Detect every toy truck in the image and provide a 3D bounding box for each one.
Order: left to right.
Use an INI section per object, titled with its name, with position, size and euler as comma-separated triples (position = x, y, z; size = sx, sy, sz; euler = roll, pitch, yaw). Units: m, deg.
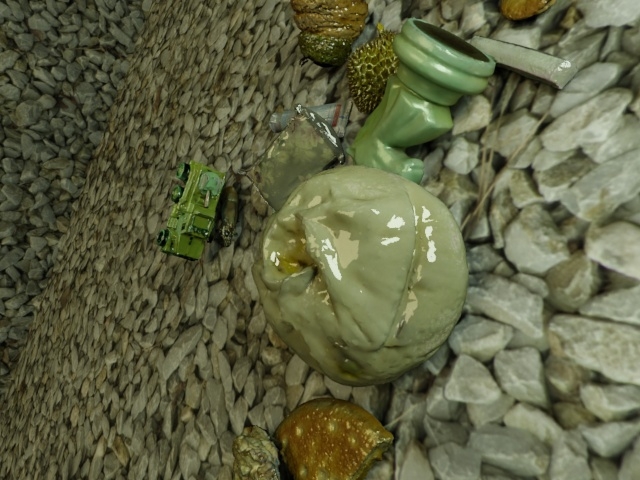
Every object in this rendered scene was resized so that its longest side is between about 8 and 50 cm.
[toy truck]
position = -0.333, -0.074, 1.244
size = 0.135, 0.128, 0.259
euler = 19, 88, 51

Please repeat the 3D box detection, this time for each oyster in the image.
[oyster]
position = -0.117, 0.447, 0.846
size = 0.260, 0.092, 0.198
euler = -15, 78, 58

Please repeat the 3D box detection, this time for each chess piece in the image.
[chess piece]
position = 0.155, -0.216, 0.830
size = 0.298, 0.176, 0.175
euler = -61, 38, 36

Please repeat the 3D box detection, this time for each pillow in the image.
[pillow]
position = -0.065, -0.181, 1.074
size = 0.255, 0.169, 0.059
euler = -40, 7, 30

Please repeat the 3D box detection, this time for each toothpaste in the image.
[toothpaste]
position = -0.028, -0.288, 1.126
size = 0.234, 0.057, 0.089
euler = 9, 83, 42

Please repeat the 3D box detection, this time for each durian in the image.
[durian]
position = 0.113, -0.379, 0.974
size = 0.146, 0.102, 0.208
euler = -12, 62, 50

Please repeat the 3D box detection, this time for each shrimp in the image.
[shrimp]
position = -0.272, -0.052, 1.294
size = 0.150, 0.051, 0.217
euler = -41, 41, 33

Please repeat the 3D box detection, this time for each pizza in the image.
[pizza]
position = 0.015, 0.371, 0.800
size = 0.292, 0.058, 0.197
euler = -25, 58, 41

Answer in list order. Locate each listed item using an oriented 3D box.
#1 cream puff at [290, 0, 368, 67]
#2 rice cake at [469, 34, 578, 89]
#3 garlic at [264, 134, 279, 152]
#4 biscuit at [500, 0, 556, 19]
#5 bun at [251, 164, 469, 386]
[cream puff]
position = 0.008, -0.483, 1.087
size = 0.183, 0.183, 0.168
euler = 38, 123, 48
[rice cake]
position = 0.321, -0.295, 0.763
size = 0.207, 0.036, 0.047
euler = 45, 121, 46
[garlic]
position = -0.097, -0.218, 1.152
size = 0.113, 0.074, 0.094
euler = -16, 72, 60
[biscuit]
position = 0.379, -0.485, 0.784
size = 0.118, 0.029, 0.247
euler = 17, 87, 57
[bun]
position = 0.040, 0.051, 0.742
size = 0.365, 0.219, 0.365
euler = -1, 89, 35
